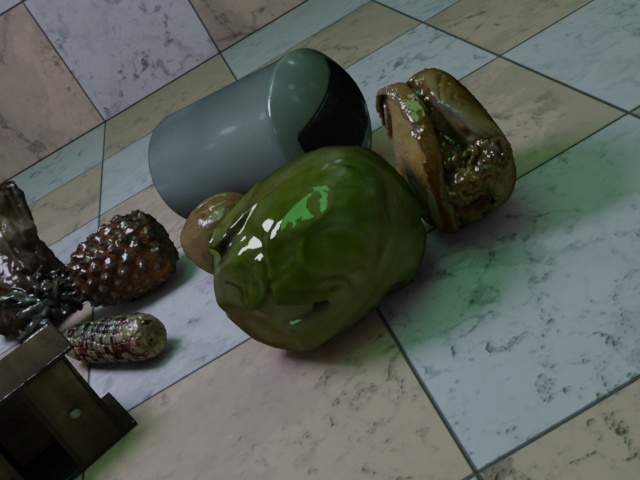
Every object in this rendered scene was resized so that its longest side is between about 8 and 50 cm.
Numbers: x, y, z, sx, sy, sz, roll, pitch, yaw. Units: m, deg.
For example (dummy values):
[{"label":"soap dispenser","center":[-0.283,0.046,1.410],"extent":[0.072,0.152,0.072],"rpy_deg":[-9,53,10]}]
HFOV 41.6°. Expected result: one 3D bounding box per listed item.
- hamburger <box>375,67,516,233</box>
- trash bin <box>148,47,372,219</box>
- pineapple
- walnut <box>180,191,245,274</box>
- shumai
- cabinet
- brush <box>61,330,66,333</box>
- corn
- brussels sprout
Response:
[{"label":"hamburger","center":[0.184,-0.137,1.254],"extent":[0.146,0.243,0.286],"rpy_deg":[-29,11,-3]},{"label":"trash bin","center":[-0.108,-0.192,1.643],"extent":[0.432,0.280,0.280],"rpy_deg":[-13,31,40]},{"label":"pineapple","center":[-0.454,0.084,1.649],"extent":[0.361,0.175,0.175],"rpy_deg":[-35,25,4]},{"label":"walnut","center":[-0.175,-0.012,1.546],"extent":[0.166,0.149,0.166],"rpy_deg":[-31,-8,-5]},{"label":"shumai","center":[-0.677,0.040,1.824],"extent":[0.217,0.283,0.346],"rpy_deg":[-31,28,-4]},{"label":"cabinet","center":[-0.426,0.267,1.269],"extent":[0.215,0.175,0.148],"rpy_deg":[-40,27,-20]},{"label":"brush","center":[-0.490,0.188,1.665],"extent":[0.169,0.014,0.043],"rpy_deg":[-18,30,23]},{"label":"corn","center":[-0.369,0.176,1.478],"extent":[0.253,0.086,0.086],"rpy_deg":[-11,32,39]},{"label":"brussels sprout","center":[0.000,0.000,1.224],"extent":[0.328,0.247,0.328],"rpy_deg":[-40,19,17]}]
